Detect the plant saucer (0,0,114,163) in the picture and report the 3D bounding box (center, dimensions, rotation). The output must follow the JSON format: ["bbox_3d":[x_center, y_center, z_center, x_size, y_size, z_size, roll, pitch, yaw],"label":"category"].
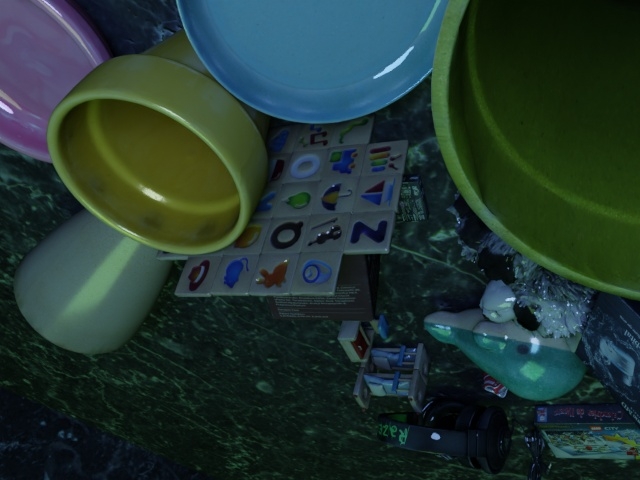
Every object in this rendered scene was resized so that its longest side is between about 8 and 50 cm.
[{"bbox_3d":[-0.432,-0.262,0.862,0.332,0.084,0.332,13,140,11],"label":"plant saucer"}]

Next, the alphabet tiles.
[{"bbox_3d":[-0.057,-0.051,0.787,0.342,0.285,0.011,-3,145,25],"label":"alphabet tiles"}]

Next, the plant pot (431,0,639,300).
[{"bbox_3d":[0.287,-0.199,0.413,0.366,0.353,0.367,12,141,10],"label":"plant pot"}]

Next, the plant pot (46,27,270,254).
[{"bbox_3d":[-0.172,-0.151,0.756,0.253,0.239,0.254,12,141,10],"label":"plant pot"}]

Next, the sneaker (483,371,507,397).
[{"bbox_3d":[0.372,0.267,1.139,0.118,0.067,0.042,-17,128,37],"label":"sneaker"}]

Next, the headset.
[{"bbox_3d":[0.306,0.430,1.223,0.394,0.185,0.243,7,170,-21],"label":"headset"}]

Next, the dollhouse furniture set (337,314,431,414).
[{"bbox_3d":[0.125,0.241,1.165,0.129,0.129,0.184,-5,134,27],"label":"dollhouse furniture set"}]

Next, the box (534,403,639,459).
[{"bbox_3d":[0.586,0.399,1.217,0.233,0.044,0.159,-12,131,33],"label":"box"}]

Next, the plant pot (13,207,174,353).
[{"bbox_3d":[-0.375,0.030,1.075,0.256,0.256,0.274,38,122,-20],"label":"plant pot"}]

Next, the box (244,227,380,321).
[{"bbox_3d":[0.000,0.000,0.898,0.167,0.169,0.203,1,137,11],"label":"box"}]

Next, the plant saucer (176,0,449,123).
[{"bbox_3d":[0.010,-0.272,0.603,0.317,0.044,0.318,-8,131,-10],"label":"plant saucer"}]

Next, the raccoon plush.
[{"bbox_3d":[0.384,-0.006,0.731,0.446,0.216,0.299,-22,133,39],"label":"raccoon plush"}]

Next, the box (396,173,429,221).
[{"bbox_3d":[0.127,-0.063,0.902,0.067,0.018,0.083,-1,136,24],"label":"box"}]

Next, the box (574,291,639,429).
[{"bbox_3d":[0.400,0.133,0.684,0.093,0.156,0.158,-21,138,-11],"label":"box"}]

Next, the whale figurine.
[{"bbox_3d":[0.309,0.186,0.994,0.272,0.141,0.216,4,172,37],"label":"whale figurine"}]
